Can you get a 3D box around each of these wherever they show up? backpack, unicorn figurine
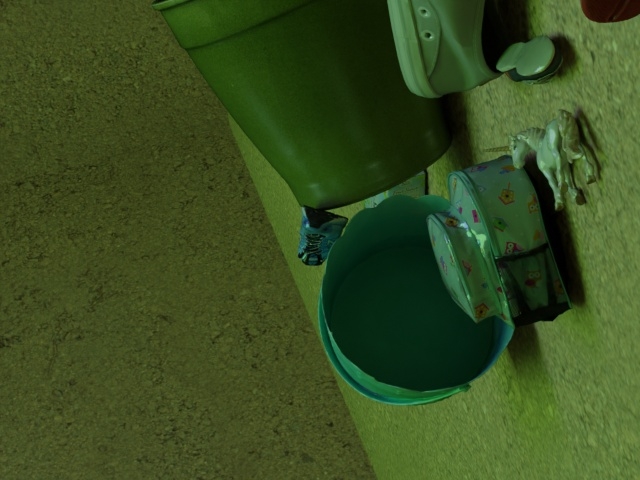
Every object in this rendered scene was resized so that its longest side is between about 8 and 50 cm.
[{"bbox_3d":[0.205,-0.002,1.634,0.166,0.144,0.188,-118,17,-76],"label":"backpack"},{"bbox_3d":[0.250,-0.090,1.497,0.162,0.060,0.111,126,130,-58],"label":"unicorn figurine"}]

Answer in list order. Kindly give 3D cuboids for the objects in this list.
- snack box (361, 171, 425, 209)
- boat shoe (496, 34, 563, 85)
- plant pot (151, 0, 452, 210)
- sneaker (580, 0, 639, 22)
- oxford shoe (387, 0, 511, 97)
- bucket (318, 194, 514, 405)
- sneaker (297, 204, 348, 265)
[{"bbox_3d":[0.114,-0.090,2.274,0.207,0.070,0.174,84,168,-50],"label":"snack box"},{"bbox_3d":[0.230,-0.186,1.477,0.043,0.049,0.137,33,177,-14],"label":"boat shoe"},{"bbox_3d":[0.010,-0.243,1.911,0.353,0.366,0.366,65,174,-14],"label":"plant pot"},{"bbox_3d":[0.247,-0.294,1.120,0.221,0.087,0.128,102,163,-45],"label":"sneaker"},{"bbox_3d":[0.125,-0.341,1.479,0.449,0.130,0.169,71,-153,-42],"label":"oxford shoe"},{"bbox_3d":[0.128,0.094,1.903,0.183,0.281,0.281,90,162,-71],"label":"bucket"},{"bbox_3d":[0.000,0.000,1.892,0.162,0.063,0.073,69,-143,-77],"label":"sneaker"}]
